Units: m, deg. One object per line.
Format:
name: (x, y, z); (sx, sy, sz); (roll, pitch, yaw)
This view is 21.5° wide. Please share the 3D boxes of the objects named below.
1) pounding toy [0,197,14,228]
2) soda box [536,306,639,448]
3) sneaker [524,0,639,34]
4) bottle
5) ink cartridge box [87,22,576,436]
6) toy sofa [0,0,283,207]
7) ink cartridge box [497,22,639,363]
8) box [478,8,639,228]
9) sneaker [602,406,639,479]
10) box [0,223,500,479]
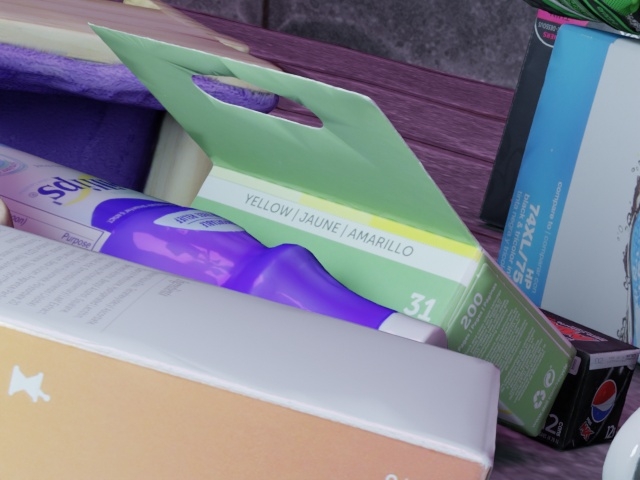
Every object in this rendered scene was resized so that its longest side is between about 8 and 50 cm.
pounding toy: (-0.202, -0.027, 0.611); (0.154, 0.155, 0.269); (-15, 29, -14)
soda box: (0.082, 0.055, 0.908); (0.169, 0.053, 0.060); (23, 14, 36)
sneaker: (0.293, -0.166, 1.108); (0.343, 0.134, 0.146); (0, 21, -20)
bottle: (-0.085, 0.024, 0.743); (0.283, 0.092, 0.118); (19, 9, 21)
ink cartridge box: (0.000, 0.000, 0.780); (0.171, 0.056, 0.235); (18, -16, 38)
toy sofa: (-0.209, -0.065, 0.886); (0.362, 0.150, 0.177); (5, 20, -40)
ink cartridge box: (0.288, -0.012, 1.118); (0.198, 0.197, 0.270); (7, 12, -32)
box: (0.264, -0.124, 1.448); (0.165, 0.270, 0.143); (19, 12, 22)
sneaker: (0.264, 0.124, 0.658); (0.296, 0.104, 0.147); (16, 5, -16)
box: (-0.052, 0.078, 0.428); (0.170, 0.130, 0.091); (15, 10, 5)
